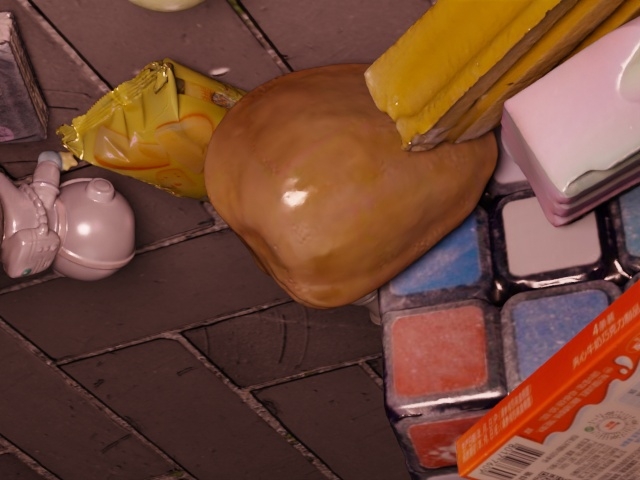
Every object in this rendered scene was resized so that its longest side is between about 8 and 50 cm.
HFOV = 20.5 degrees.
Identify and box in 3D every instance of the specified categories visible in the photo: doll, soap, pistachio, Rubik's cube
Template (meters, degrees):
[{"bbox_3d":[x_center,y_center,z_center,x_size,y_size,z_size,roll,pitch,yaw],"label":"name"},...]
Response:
[{"bbox_3d":[-0.303,-0.013,1.730,0.287,0.151,0.151,2,150,-35],"label":"doll"},{"bbox_3d":[0.323,-0.144,1.542,0.324,0.109,0.193,-27,168,-1],"label":"soap"},{"bbox_3d":[0.028,-0.069,1.621,0.260,0.212,0.163,-33,-176,-19],"label":"pistachio"},{"bbox_3d":[0.192,-0.200,1.494,0.199,0.091,0.315,-16,162,-40],"label":"soap"},{"bbox_3d":[0.256,0.084,1.754,0.362,0.363,0.359,-8,146,15],"label":"Rubik's cube"}]

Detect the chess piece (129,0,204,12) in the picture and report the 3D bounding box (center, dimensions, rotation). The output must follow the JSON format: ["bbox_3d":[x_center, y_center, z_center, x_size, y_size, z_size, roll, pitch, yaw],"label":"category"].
[{"bbox_3d":[-0.124,-0.279,1.400,0.144,0.144,0.251,2,153,-5],"label":"chess piece"}]

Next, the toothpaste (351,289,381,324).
[{"bbox_3d":[0.000,0.000,1.893,0.096,0.061,0.266,-23,134,30],"label":"toothpaste"}]

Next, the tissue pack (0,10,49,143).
[{"bbox_3d":[-0.324,-0.148,1.645,0.112,0.051,0.156,-3,147,5],"label":"tissue pack"}]

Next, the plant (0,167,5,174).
[{"bbox_3d":[-0.365,-0.053,1.790,0.102,0.051,0.051,-34,136,24],"label":"plant"}]

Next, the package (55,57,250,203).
[{"bbox_3d":[-0.122,-0.100,1.691,0.226,0.090,0.168,19,143,-35],"label":"package"}]

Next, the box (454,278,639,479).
[{"bbox_3d":[0.298,0.154,1.521,0.265,0.048,0.273,19,135,-25],"label":"box"}]
